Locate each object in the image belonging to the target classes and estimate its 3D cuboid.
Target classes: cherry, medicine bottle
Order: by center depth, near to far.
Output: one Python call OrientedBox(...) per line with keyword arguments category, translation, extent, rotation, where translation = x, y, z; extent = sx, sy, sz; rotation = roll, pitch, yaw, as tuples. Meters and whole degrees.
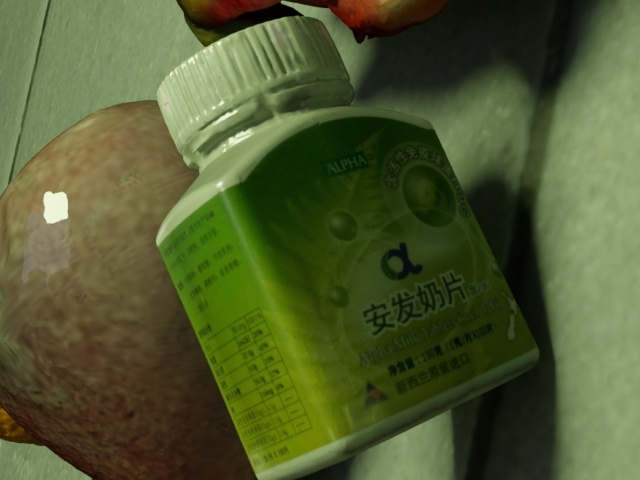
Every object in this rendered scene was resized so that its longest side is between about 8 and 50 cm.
OrientedBox(category="medicine bottle", translation=(0.000, 0.000, 0.544), extent=(0.088, 0.132, 0.188), rotation=(-35, 77, 55))
OrientedBox(category="cherry", translation=(-0.096, 0.040, 0.706), extent=(0.239, 0.239, 0.206), rotation=(-38, 16, 48))

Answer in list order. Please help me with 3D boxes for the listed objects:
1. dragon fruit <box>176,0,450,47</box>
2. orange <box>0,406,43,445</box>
OrientedBox(category="dragon fruit", translation=(0.013, -0.205, 0.610), extent=(0.307, 0.243, 0.228), rotation=(84, 170, -86))
OrientedBox(category="orange", translation=(-0.206, 0.058, 0.884), extent=(0.161, 0.193, 0.193), rotation=(-9, 68, 32))
